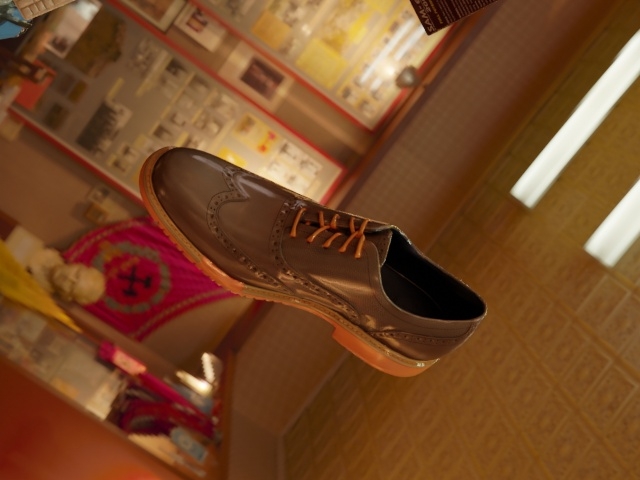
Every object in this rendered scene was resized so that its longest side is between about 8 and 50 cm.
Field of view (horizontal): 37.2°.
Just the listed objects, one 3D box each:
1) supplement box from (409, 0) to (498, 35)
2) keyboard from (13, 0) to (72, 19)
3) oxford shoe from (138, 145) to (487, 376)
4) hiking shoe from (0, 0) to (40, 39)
[{"bbox_3d":[0.266,-0.405,1.439,0.239,0.073,0.130,-21,-164,37],"label":"supplement box"},{"bbox_3d":[-0.291,-0.351,1.198,0.256,0.072,0.014,-15,-158,22],"label":"keyboard"},{"bbox_3d":[0.000,0.000,0.926,0.133,0.363,0.130,-39,-153,49],"label":"oxford shoe"},{"bbox_3d":[-0.503,-0.411,1.578,0.304,0.113,0.132,-32,157,-31],"label":"hiking shoe"}]
